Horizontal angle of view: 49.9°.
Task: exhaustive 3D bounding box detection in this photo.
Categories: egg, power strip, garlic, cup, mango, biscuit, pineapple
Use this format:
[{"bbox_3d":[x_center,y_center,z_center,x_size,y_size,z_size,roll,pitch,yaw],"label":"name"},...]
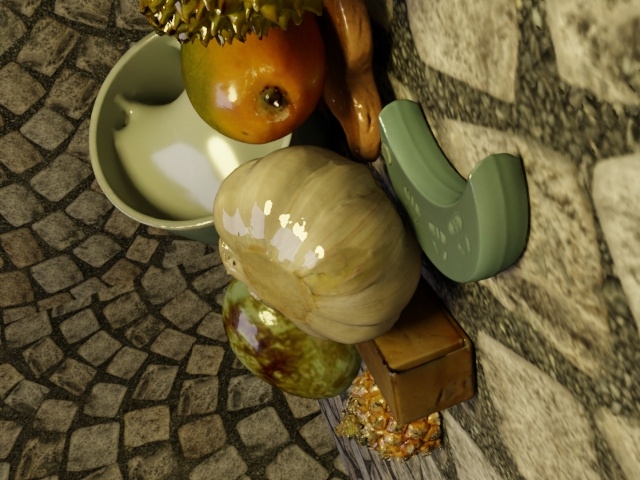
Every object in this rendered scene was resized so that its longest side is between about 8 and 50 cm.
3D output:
[{"bbox_3d":[-0.044,0.152,1.234,0.289,0.238,0.238,56,170,4],"label":"egg"},{"bbox_3d":[0.103,-0.040,0.581,0.216,0.044,0.137,-128,20,-62],"label":"power strip"},{"bbox_3d":[0.003,0.003,0.694,0.228,0.152,0.227,32,156,16],"label":"garlic"},{"bbox_3d":[-0.123,-0.164,0.927,0.274,0.260,0.356,33,-132,-71],"label":"cup"},{"bbox_3d":[-0.076,-0.207,0.695,0.129,0.146,0.289,24,-141,-44],"label":"mango"},{"bbox_3d":[0.002,-0.234,0.757,0.324,0.049,0.205,-123,17,-54],"label":"biscuit"},{"bbox_3d":[0.082,0.248,0.990,0.176,0.137,0.161,145,105,-80],"label":"pineapple"}]

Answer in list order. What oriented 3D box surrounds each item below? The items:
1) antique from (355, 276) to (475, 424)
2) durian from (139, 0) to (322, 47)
[{"bbox_3d":[0.071,0.072,0.833,0.310,0.094,0.087,-122,15,-53],"label":"antique"},{"bbox_3d":[-0.057,-0.285,0.480,0.258,0.258,0.292,98,161,-70],"label":"durian"}]
